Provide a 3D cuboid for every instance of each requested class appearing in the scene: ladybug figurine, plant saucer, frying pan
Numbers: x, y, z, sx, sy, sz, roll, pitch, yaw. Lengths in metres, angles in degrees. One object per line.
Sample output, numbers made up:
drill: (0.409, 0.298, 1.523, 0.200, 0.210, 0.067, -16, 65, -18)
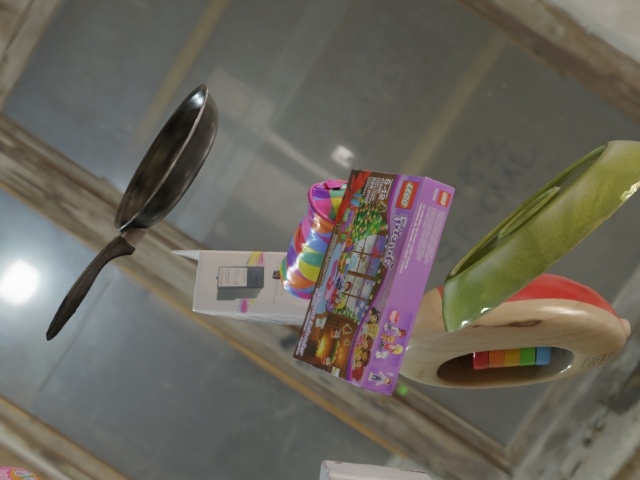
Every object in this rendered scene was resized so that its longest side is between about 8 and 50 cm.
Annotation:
ladybug figurine: (0.352, 0.164, 2.187, 0.305, 0.449, 0.161, 90, 177, -62)
plant saucer: (0.189, -0.012, 1.003, 0.241, 0.037, 0.241, -41, 0, 0)
frying pan: (-0.194, -0.041, 1.309, 0.197, 0.053, 0.326, -35, 30, 50)

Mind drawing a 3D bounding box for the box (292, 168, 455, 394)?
box: (0.069, 0.050, 1.618, 0.201, 0.057, 0.293, 12, 84, 61)

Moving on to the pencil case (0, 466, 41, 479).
pencil case: (-0.393, 0.419, 1.520, 0.124, 0.124, 0.284, -57, 36, 12)

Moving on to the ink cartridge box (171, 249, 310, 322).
ink cartridge box: (-0.090, 0.092, 2.150, 0.207, 0.353, 0.119, 19, -105, -57)

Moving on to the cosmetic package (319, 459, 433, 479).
cosmetic package: (0.068, 0.405, 1.583, 0.151, 0.151, 0.183, 139, 138, -86)

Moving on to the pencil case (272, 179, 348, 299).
pencil case: (0.000, 0.000, 1.818, 0.104, 0.104, 0.236, -57, -3, -37)
